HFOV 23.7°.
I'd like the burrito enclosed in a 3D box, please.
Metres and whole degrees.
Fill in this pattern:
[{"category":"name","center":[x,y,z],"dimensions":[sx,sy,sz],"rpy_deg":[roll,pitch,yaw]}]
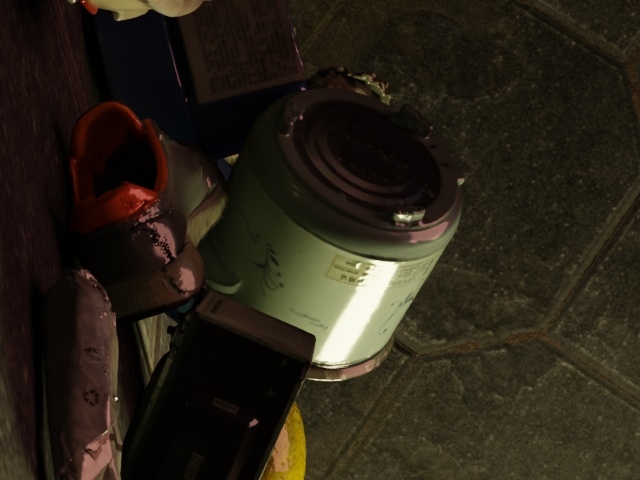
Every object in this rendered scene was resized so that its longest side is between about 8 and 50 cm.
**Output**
[{"category":"burrito","center":[-0.182,0.113,1.159],"dimensions":[0.064,0.064,0.203],"rpy_deg":[78,4,-60]}]

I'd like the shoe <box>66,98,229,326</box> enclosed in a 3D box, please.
[{"category":"shoe","center":[-0.180,-0.059,1.445],"dimensions":[0.336,0.132,0.171],"rpy_deg":[-89,160,-66]}]

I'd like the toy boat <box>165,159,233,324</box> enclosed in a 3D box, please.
[{"category":"toy boat","center":[-0.144,-0.004,1.829],"dimensions":[0.309,0.129,0.142],"rpy_deg":[-89,155,-48]}]

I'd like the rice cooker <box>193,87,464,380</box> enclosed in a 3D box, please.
[{"category":"rice cooker","center":[0.000,0.000,1.656],"dimensions":[0.264,0.316,0.317],"rpy_deg":[59,-10,33]}]

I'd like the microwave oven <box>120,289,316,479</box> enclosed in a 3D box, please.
[{"category":"microwave oven","center":[-0.101,0.161,1.354],"dimensions":[0.163,0.129,0.205],"rpy_deg":[-55,168,-86]}]

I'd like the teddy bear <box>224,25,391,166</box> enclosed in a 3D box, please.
[{"category":"teddy bear","center":[-0.049,-0.201,2.474],"dimensions":[0.224,0.367,0.357],"rpy_deg":[-136,-141,-71]}]

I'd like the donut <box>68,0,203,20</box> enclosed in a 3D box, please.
[{"category":"donut","center":[-0.195,-0.373,1.364],"dimensions":[0.382,0.142,0.383],"rpy_deg":[-11,90,-76]}]

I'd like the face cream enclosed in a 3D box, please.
[{"category":"face cream","center":[-0.130,-0.213,1.755],"dimensions":[0.249,0.225,0.249],"rpy_deg":[-13,90,-89]}]

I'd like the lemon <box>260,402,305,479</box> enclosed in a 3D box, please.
[{"category":"lemon","center":[-0.098,0.226,1.613],"dimensions":[0.170,0.170,0.207],"rpy_deg":[74,11,-76]}]
